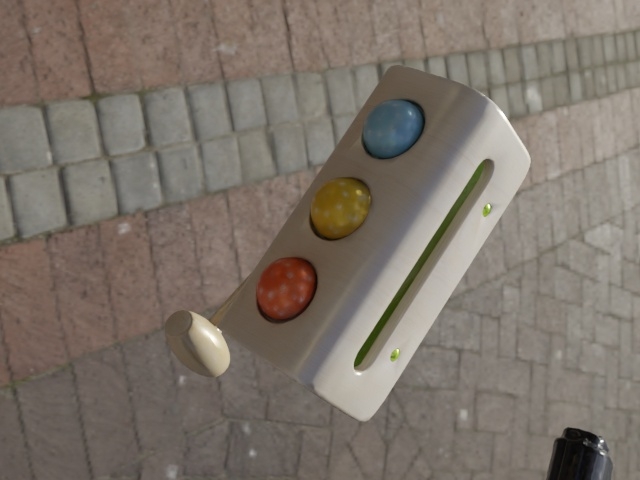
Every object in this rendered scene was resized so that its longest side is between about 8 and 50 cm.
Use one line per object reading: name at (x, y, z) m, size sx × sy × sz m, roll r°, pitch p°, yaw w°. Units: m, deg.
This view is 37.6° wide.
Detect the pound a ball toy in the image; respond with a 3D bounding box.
pound a ball toy at (0.000, 0.000, 0.814) m, size 0.319 × 0.208 × 0.136 m, roll -56°, pitch 137°, yaw -7°

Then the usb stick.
usb stick at (0.170, 0.280, 0.698) m, size 0.077 × 0.045 × 0.278 m, roll 40°, pitch 62°, yaw -49°
